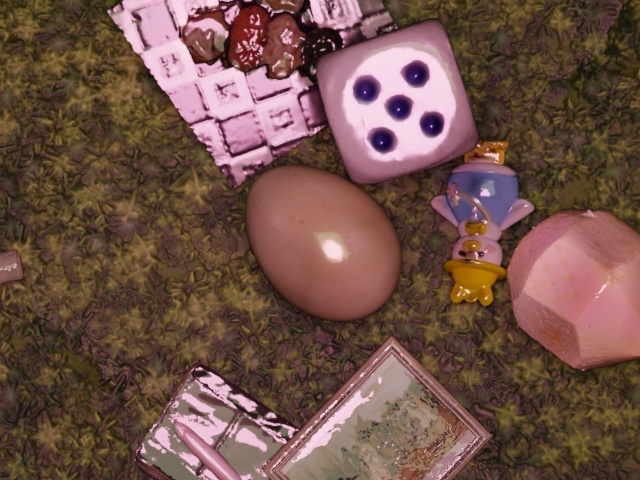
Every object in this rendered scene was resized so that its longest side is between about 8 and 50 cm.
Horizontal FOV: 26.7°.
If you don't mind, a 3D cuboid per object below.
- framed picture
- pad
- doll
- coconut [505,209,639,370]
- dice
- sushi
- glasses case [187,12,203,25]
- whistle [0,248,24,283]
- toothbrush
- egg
[{"bbox_3d":[0.082,0.304,1.931,0.217,0.017,0.274,43,83,-1],"label":"framed picture"},{"bbox_3d":[-0.128,0.302,1.932,0.233,0.022,0.174,32,83,0],"label":"pad"},{"bbox_3d":[0.230,-0.025,1.946,0.135,0.099,0.241,8,81,-8],"label":"doll"},{"bbox_3d":[0.388,0.069,1.880,0.237,0.237,0.197,27,112,1],"label":"coconut"},{"bbox_3d":[0.106,-0.191,1.863,0.192,0.193,0.194,-19,96,6],"label":"dice"},{"bbox_3d":[-0.079,-0.300,1.969,0.339,0.069,0.320,-36,101,1],"label":"sushi"},{"bbox_3d":[-0.177,-0.377,1.995,0.218,0.049,0.075,-38,94,-5],"label":"glasses case"},{"bbox_3d":[-0.555,0.060,1.925,0.258,0.067,0.126,-13,71,-8],"label":"whistle"},{"bbox_3d":[-0.098,0.366,1.907,0.307,0.029,0.025,44,73,3],"label":"toothbrush"},{"bbox_3d":[0.000,0.000,1.888,0.254,0.188,0.188,42,84,12],"label":"egg"}]
